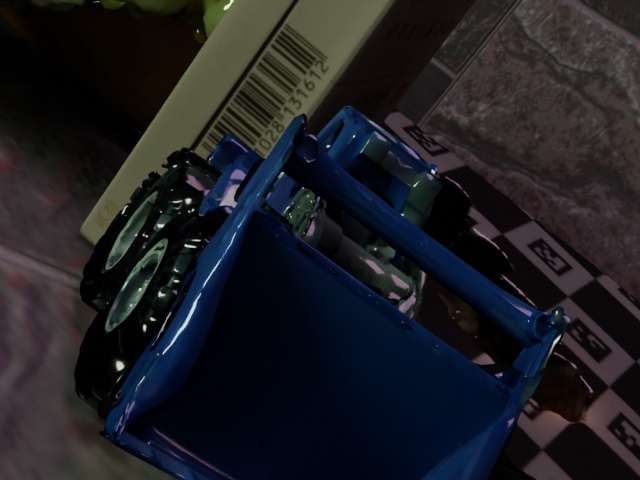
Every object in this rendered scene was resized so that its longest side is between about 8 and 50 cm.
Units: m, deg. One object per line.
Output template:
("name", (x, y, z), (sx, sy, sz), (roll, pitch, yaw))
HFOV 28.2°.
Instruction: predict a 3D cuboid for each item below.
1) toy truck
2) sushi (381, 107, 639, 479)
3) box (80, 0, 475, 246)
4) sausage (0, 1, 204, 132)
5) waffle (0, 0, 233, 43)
("toy truck", (-0.004, 0.024, 0.428), (0.113, 0.126, 0.208), (36, 10, -19))
("sushi", (0.072, 0.041, 0.815), (0.339, 0.068, 0.320), (38, 27, 0))
("box", (-0.007, -0.071, 0.579), (0.058, 0.201, 0.141), (40, 22, 9))
("sausage", (-0.133, -0.167, 0.827), (0.241, 0.136, 0.120), (44, 11, 27))
("waffle", (-0.111, -0.204, 0.708), (0.317, 0.073, 0.297), (17, 38, 10))
